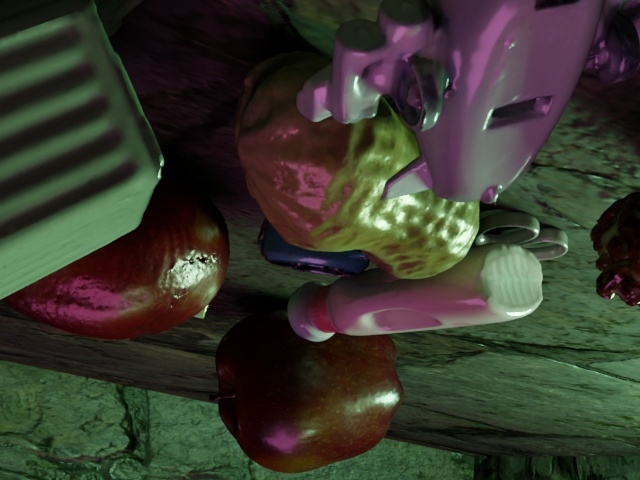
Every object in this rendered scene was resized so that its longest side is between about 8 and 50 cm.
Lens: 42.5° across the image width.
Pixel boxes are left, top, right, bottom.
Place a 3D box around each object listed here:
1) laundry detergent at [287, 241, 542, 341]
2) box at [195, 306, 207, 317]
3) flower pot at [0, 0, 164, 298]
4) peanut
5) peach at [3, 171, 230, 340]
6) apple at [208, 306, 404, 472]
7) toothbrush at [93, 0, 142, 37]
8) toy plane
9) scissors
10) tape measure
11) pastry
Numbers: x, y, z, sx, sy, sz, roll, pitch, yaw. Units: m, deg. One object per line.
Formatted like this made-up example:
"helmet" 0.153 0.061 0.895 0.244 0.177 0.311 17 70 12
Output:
"laundry detergent" 0.094 0.071 1.002 0.335 0.088 0.159 -14 168 43
"box" -0.283 0.030 1.092 0.260 0.062 0.175 14 -176 -18
"flower pot" -0.246 -0.073 0.563 0.189 0.209 0.239 -30 177 -24
"peanut" 0.042 -0.050 0.718 0.149 0.149 0.313 -8 160 38
"peach" -0.206 0.013 0.875 0.267 0.159 0.154 2 132 -49
"apple" -0.029 0.249 1.405 0.316 0.288 0.288 -1 163 -16
"toothbrush" -0.086 -0.194 0.531 0.025 0.030 0.307 9 162 -41
"toy plane" 0.104 -0.112 0.528 0.244 0.118 0.245 -16 147 -11
"scissors" 0.183 0.017 1.015 0.118 0.031 0.242 21 153 -33
"tape measure" 0.000 0.000 0.958 0.146 0.081 0.125 7 177 -4
"pastry" 0.296 -0.005 0.601 0.097 0.115 0.208 30 156 -21
